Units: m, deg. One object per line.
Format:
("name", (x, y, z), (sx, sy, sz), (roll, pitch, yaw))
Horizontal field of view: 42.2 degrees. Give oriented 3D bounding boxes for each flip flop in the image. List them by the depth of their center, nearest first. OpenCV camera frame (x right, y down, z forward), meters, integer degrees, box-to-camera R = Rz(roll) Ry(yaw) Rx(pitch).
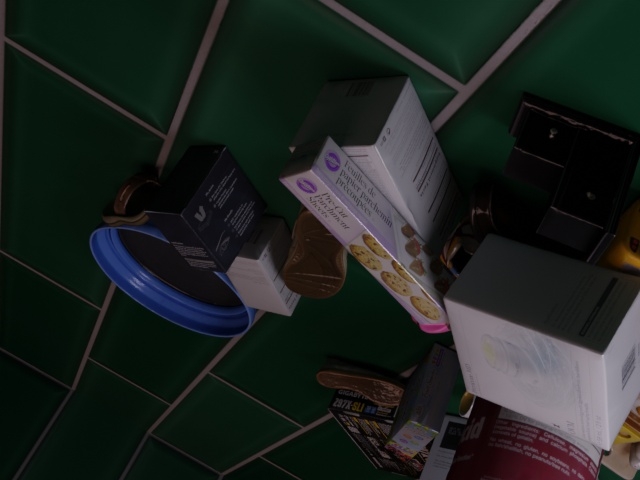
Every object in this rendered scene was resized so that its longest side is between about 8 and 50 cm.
("flip flop", (-0.347, -0.087, 1.577), (0.277, 0.112, 0.080), (-5, 123, 51))

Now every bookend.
("bookend", (0.287, -0.077, 1.001), (0.157, 0.156, 0.072), (23, 150, 10))

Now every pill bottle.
("pill bottle", (0.345, 0.344, 1.367), (0.224, 0.392, 0.224), (21, 149, 13))

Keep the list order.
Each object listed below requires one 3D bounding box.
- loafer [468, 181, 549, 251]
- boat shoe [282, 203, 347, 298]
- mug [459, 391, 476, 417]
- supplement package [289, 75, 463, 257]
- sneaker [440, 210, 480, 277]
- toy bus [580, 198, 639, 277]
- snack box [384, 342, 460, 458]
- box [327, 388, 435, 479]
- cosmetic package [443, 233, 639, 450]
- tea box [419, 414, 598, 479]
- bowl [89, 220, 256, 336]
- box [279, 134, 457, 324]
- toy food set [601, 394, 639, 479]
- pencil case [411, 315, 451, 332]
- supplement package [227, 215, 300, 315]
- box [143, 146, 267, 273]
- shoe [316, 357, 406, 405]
("loafer", (0.286, -0.011, 1.197), (0.078, 0.080, 0.220), (-13, 137, 36))
("boat shoe", (0.000, 0.000, 1.420), (0.109, 0.098, 0.302), (12, 147, 2))
("mug", (0.331, 0.343, 1.730), (0.064, 0.078, 0.062), (23, 119, -9))
("supplement package", (0.086, -0.092, 1.164), (0.139, 0.134, 0.244), (4, 142, 34))
("sneaker", (0.217, 0.030, 1.296), (0.069, 0.084, 0.185), (23, 150, 9))
("toy bus", (0.433, 0.049, 1.126), (0.130, 0.108, 0.332), (27, 151, 6))
("snack box", (0.207, 0.327, 1.674), (0.070, 0.174, 0.207), (24, 149, 1))
("box", (0.197, 0.480, 2.019), (0.257, 0.079, 0.322), (1, 141, 35))
("cosmetic package", (0.309, 0.136, 1.129), (0.225, 0.138, 0.224), (20, 146, 36))
("tea box", (0.429, 0.583, 1.842), (0.329, 0.220, 0.323), (5, 144, 34))
("bowl", (-0.310, 0.069, 1.798), (0.391, 0.077, 0.391), (20, 149, 13))
("box", (0.077, -0.004, 1.107), (0.067, 0.063, 0.324), (-12, 132, 44))
("toy food set", (0.593, 0.359, 1.489), (0.220, 0.092, 0.306), (35, 149, -12))
("pencil case", (0.161, 0.074, 1.406), (0.098, 0.095, 0.209), (-28, 124, 15))
("supplement package", (-0.106, 0.045, 1.563), (0.105, 0.105, 0.179), (10, 145, 27))
("box", (-0.194, -0.054, 1.432), (0.093, 0.156, 0.158), (6, 143, 35))
("shoe", (0.100, 0.313, 1.870), (0.219, 0.058, 0.076), (12, 127, 18))
